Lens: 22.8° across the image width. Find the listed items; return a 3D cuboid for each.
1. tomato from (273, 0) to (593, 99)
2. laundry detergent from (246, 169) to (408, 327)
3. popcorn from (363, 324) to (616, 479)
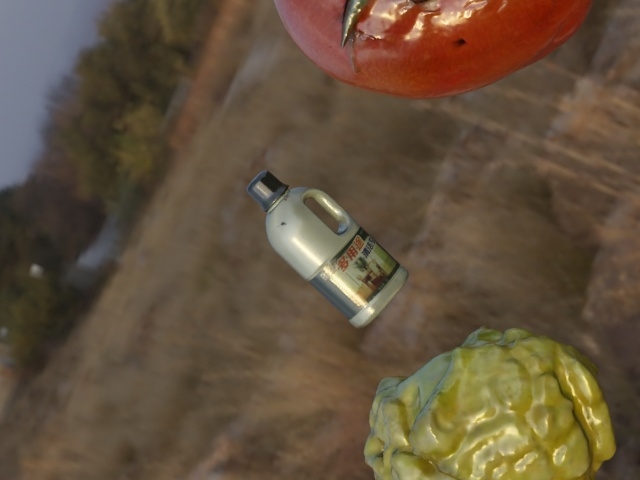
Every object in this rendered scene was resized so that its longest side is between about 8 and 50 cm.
[{"bbox_3d":[0.111,-0.293,1.592,0.273,0.341,0.341,50,-118,-83],"label":"tomato"},{"bbox_3d":[0.000,0.000,1.966,0.099,0.225,0.070,-47,5,-10],"label":"laundry detergent"},{"bbox_3d":[0.156,0.178,1.486,0.256,0.255,0.195,-30,77,37],"label":"popcorn"}]
